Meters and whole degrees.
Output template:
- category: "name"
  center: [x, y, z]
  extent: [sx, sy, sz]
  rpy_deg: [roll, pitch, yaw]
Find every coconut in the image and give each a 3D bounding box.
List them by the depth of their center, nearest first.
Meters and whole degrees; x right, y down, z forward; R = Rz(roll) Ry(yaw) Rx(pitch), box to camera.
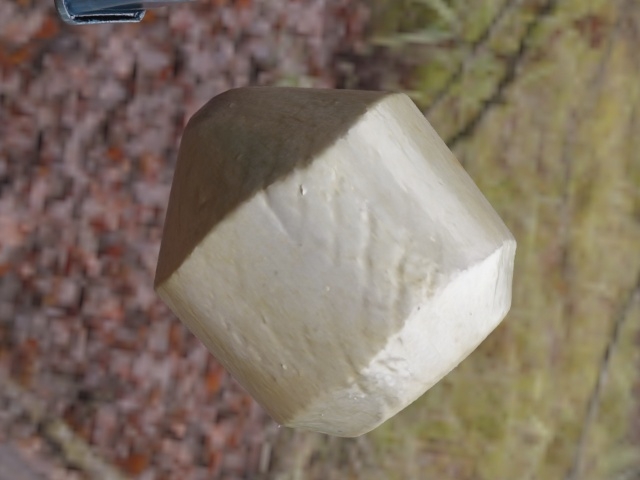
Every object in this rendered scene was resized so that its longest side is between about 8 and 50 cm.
- category: "coconut"
  center: [0.000, 0.000, 1.150]
  extent: [0.202, 0.222, 0.202]
  rpy_deg: [-41, 179, -1]

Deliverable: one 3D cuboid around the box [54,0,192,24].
- category: "box"
  center: [-0.112, -0.165, 1.099]
  extent: [0.099, 0.054, 0.074]
  rpy_deg: [-17, 104, -65]
